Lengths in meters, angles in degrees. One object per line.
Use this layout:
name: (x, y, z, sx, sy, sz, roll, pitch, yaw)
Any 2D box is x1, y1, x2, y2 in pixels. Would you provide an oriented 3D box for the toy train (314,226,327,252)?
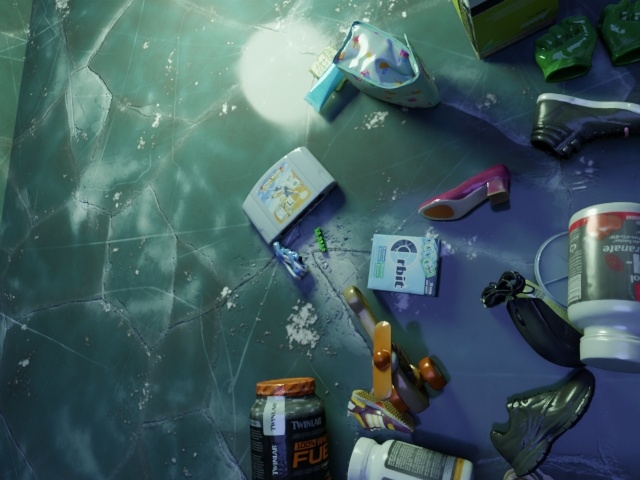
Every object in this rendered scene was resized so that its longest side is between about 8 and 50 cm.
toy train: (0.000, 0.000, 1.343, 0.023, 0.017, 0.083, -24, 71, 29)

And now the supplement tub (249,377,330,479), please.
supplement tub: (-0.083, 0.550, 1.175, 0.207, 0.207, 0.338, -10, 77, 22)

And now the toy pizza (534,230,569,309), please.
toy pizza: (0.606, 0.075, 1.029, 0.201, 0.032, 0.201, -3, 70, 7)

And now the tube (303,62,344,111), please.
tube: (0.033, -0.505, 1.373, 0.207, 0.052, 0.080, -50, 60, 13)

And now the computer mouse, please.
computer mouse: (0.492, 0.201, 1.009, 0.272, 0.188, 0.072, 43, 72, 14)

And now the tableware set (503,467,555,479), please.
tableware set: (0.504, 0.607, 0.992, 0.194, 0.039, 0.128, 40, 98, 25)

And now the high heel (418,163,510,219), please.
high heel: (0.380, -0.132, 1.178, 0.244, 0.082, 0.117, -19, 41, 34)

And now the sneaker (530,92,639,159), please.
sneaker: (0.651, -0.252, 1.052, 0.295, 0.104, 0.147, 22, 92, 32)

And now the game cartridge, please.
game cartridge: (-0.110, -0.147, 1.400, 0.297, 0.062, 0.198, -44, 71, 11)

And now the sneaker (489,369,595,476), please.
sneaker: (0.503, 0.394, 1.001, 0.286, 0.109, 0.130, -50, 52, 3)

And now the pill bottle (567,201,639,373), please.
pill bottle: (0.607, 0.098, 0.901, 0.176, 0.176, 0.318, 3, 67, 25)

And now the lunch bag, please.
lunch bag: (0.201, -0.469, 1.222, 0.262, 0.223, 0.160, 34, 103, 25)

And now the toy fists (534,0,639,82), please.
toy fists: (0.682, -0.501, 1.083, 0.279, 0.096, 0.142, -10, 76, 24)

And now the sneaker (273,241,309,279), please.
sneaker: (-0.090, 0.053, 1.355, 0.059, 0.053, 0.144, -44, 75, 12)

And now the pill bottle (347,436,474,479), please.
pill bottle: (0.218, 0.580, 1.060, 0.278, 0.162, 0.162, 5, 83, 26)

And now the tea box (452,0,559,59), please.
tea box: (0.429, -0.714, 1.108, 0.220, 0.323, 0.329, -22, 73, 20)

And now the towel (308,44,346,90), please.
towel: (0.038, -0.557, 1.421, 0.110, 0.027, 0.148, -49, 65, 8)

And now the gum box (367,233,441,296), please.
gum box: (0.231, 0.067, 1.212, 0.184, 0.041, 0.157, 5, 82, 24)

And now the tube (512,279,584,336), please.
tube: (0.575, 0.185, 1.032, 0.240, 0.070, 0.062, 35, 51, 22)

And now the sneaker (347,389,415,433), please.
sneaker: (0.158, 0.472, 1.164, 0.185, 0.069, 0.084, 21, 98, 32)

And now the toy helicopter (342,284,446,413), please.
toy helicopter: (0.153, 0.266, 1.104, 0.140, 0.235, 0.355, -38, 68, 14)
